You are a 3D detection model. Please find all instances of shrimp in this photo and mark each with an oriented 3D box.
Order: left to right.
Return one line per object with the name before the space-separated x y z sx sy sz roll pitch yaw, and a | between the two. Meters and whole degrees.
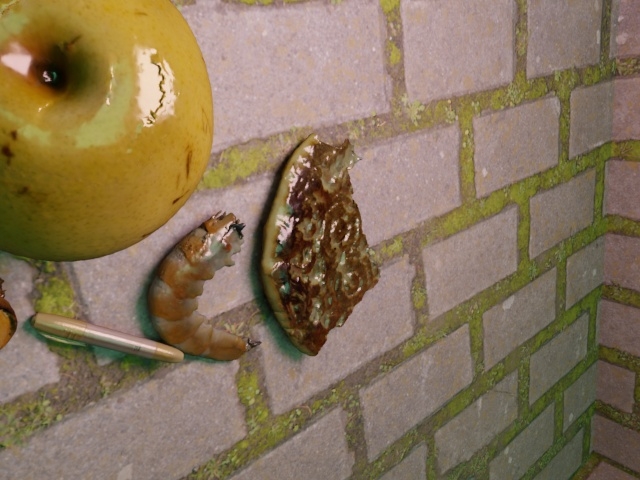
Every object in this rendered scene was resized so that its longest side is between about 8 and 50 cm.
shrimp | -0.196 0.107 0.837 0.185 0.068 0.286 -22 116 -29

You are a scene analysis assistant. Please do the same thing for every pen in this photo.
pen | -0.323 0.158 0.757 0.234 0.032 0.040 26 106 -31

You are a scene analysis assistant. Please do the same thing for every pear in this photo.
pear | -0.287 -0.144 0.549 0.349 0.349 0.347 -10 107 -37

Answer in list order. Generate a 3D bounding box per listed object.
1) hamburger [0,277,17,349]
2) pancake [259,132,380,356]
hamburger | -0.458 0.104 0.565 0.191 0.118 0.181 -43 168 -31
pancake | -0.004 0.003 0.984 0.305 0.067 0.426 -30 117 -39
